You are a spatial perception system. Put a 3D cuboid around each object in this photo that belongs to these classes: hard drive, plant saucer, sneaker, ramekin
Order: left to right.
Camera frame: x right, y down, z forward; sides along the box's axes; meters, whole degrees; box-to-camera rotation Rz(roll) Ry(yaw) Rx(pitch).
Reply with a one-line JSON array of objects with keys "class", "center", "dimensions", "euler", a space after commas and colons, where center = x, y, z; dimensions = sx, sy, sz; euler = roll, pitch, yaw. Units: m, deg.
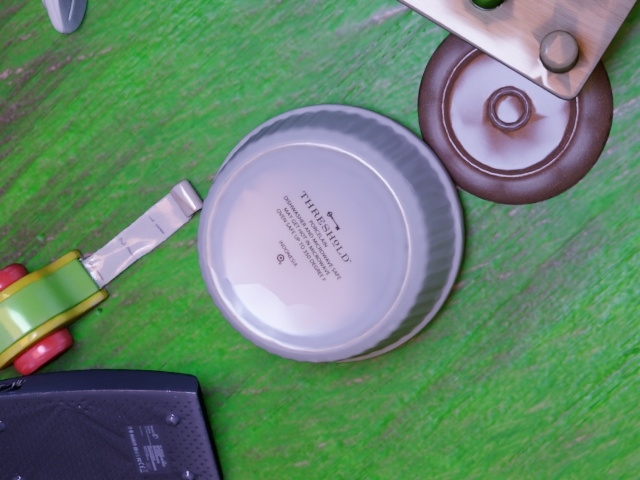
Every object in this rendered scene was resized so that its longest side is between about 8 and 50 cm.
[{"class": "sneaker", "center": [-0.289, -0.288, 1.982], "dimensions": [0.061, 0.054, 0.152], "euler": [-14, 91, 31]}, {"class": "hard drive", "center": [-0.235, 0.208, 1.993], "dimensions": [0.255, 0.054, 0.172], "euler": [-3, 128, 11]}, {"class": "ramekin", "center": [0.000, 0.000, 1.888], "dimensions": [0.273, 0.127, 0.273], "euler": [2, 98, 14]}, {"class": "plant saucer", "center": [0.191, -0.132, 1.887], "dimensions": [0.199, 0.036, 0.198], "euler": [2, 97, 14]}]

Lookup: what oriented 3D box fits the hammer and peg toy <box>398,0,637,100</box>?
[{"class": "hammer and peg toy", "center": [0.156, -0.334, 1.798], "dimensions": [0.361, 0.127, 0.266], "euler": [33, 93, 6]}]

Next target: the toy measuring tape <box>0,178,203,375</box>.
[{"class": "toy measuring tape", "center": [-0.268, 0.049, 1.986], "dimensions": [0.330, 0.121, 0.121], "euler": [-36, 88, 16]}]
